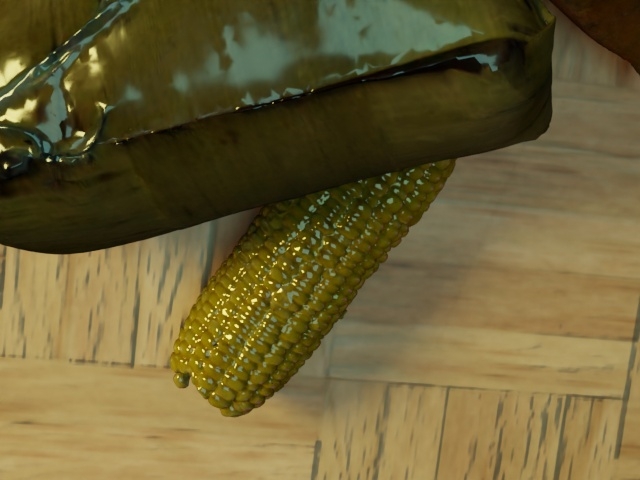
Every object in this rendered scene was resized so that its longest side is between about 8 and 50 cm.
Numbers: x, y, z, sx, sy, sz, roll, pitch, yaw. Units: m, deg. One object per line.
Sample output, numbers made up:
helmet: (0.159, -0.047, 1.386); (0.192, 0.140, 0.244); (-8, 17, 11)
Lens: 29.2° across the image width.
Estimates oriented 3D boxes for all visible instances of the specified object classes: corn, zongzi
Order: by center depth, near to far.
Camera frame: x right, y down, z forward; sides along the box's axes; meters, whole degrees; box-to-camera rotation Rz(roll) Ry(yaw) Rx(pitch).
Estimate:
zongzi: (-0.077, -0.189, 0.630); (0.323, 0.160, 0.360); (-13, 83, 2)
corn: (0.000, 0.000, 0.711); (0.080, 0.080, 0.238); (36, 91, -13)

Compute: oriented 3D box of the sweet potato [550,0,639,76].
sweet potato: (0.121, -0.241, 0.673); (0.112, 0.112, 0.359); (-28, 107, -3)
